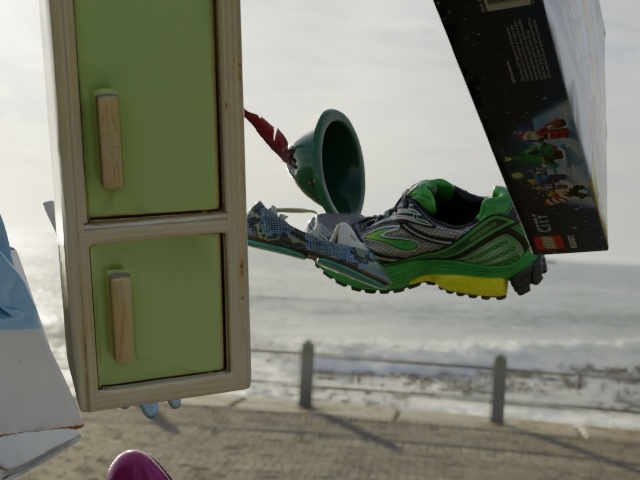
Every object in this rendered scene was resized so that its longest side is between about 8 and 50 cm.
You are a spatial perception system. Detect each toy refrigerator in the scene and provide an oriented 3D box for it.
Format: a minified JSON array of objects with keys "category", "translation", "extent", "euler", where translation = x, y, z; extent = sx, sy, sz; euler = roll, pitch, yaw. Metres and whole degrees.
[{"category":"toy refrigerator","translation":[-0.100,-0.046,0.557],"extent":[0.102,0.269,0.094],"euler":[-5,15,-19]}]

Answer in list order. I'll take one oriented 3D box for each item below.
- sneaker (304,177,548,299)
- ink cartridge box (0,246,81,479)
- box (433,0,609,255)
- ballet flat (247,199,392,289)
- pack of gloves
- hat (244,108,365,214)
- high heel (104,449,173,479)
[{"category":"sneaker","translation":[0.124,-0.020,1.270],"extent":[0.344,0.146,0.134],"euler":[0,30,35]},{"category":"ink cartridge box","translation":[-0.391,0.144,0.924],"extent":[0.278,0.201,0.117],"euler":[-19,0,26]},{"category":"box","translation":[0.106,-0.117,0.482],"extent":[0.044,0.159,0.233],"euler":[-5,-31,22]},{"category":"ballet flat","translation":[0.000,0.000,1.122],"extent":[0.189,0.070,0.070],"euler":[19,-1,-4]},{"category":"pack of gloves","translation":[-0.226,0.065,0.821],"extent":[0.195,0.232,0.046],"euler":[-1,-39,-40]},{"category":"hat","translation":[-0.047,-0.110,1.484],"extent":[0.184,0.208,0.173],"euler":[-6,-21,26]},{"category":"high heel","translation":[-0.186,0.358,0.823],"extent":[0.127,0.377,0.181],"euler":[-34,-33,31]}]
